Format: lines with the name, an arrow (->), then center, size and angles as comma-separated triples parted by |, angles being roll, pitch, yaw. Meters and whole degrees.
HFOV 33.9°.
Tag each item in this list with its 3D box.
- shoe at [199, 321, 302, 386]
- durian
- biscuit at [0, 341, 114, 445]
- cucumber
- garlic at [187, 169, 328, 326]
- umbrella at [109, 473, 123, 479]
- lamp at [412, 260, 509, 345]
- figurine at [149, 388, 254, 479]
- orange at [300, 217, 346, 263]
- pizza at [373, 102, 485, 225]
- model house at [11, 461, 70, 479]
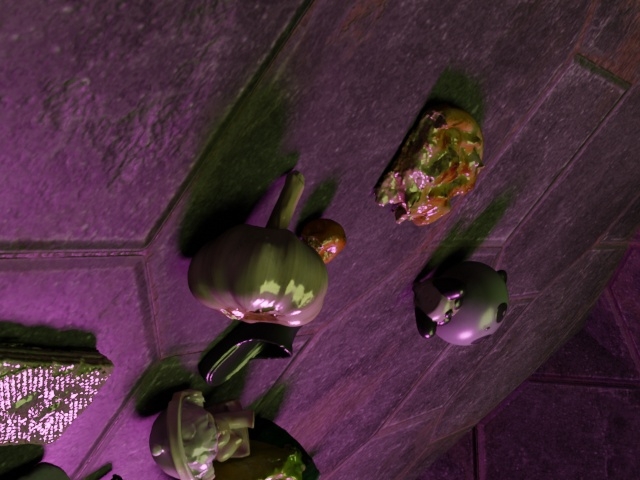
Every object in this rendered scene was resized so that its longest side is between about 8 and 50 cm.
shoe -> -0.089, 0.174, 1.771 | 0.241, 0.093, 0.108 | -41, 157, -9
durian -> -0.157, 0.486, 1.967 | 0.204, 0.340, 0.255 | -35, 116, -38
biscuit -> -0.376, 0.201, 1.343 | 0.150, 0.052, 0.252 | -49, 158, 7
cucumber -> -0.103, 0.468, 2.149 | 0.130, 0.191, 0.191 | -43, 160, -31
garlic -> -0.074, 0.002, 1.469 | 0.199, 0.199, 0.225 | 47, 53, -68
umbrella -> -0.425, 0.472, 1.724 | 0.250, 0.052, 0.053 | -32, 153, -30
lamp -> 0.310, 0.138, 2.333 | 0.244, 0.197, 0.197 | 4, 126, -52
figurine -> -0.203, 0.329, 1.756 | 0.141, 0.162, 0.237 | -12, 169, 15
orange -> 0.000, 0.000, 1.670 | 0.086, 0.062, 0.086 | -22, 147, -15
pizza -> 0.203, -0.117, 1.812 | 0.223, 0.089, 0.323 | -51, 158, 2
model house -> -0.499, 0.514, 1.548 | 0.267, 0.194, 0.325 | -25, 163, -48
